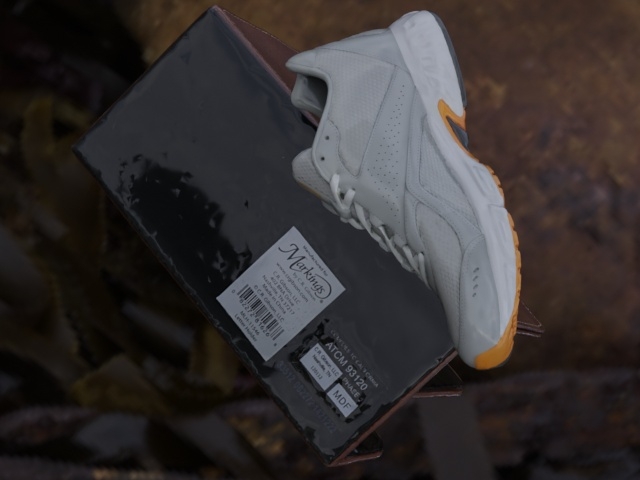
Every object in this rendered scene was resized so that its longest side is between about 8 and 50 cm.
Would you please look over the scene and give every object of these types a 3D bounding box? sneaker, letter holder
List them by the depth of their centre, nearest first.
[{"bbox_3d":[0.049,-0.025,1.187,0.121,0.099,0.262,-13,57,-7],"label":"sneaker"},{"bbox_3d":[0.000,0.000,1.364,0.302,0.152,0.214,50,13,16],"label":"letter holder"}]
